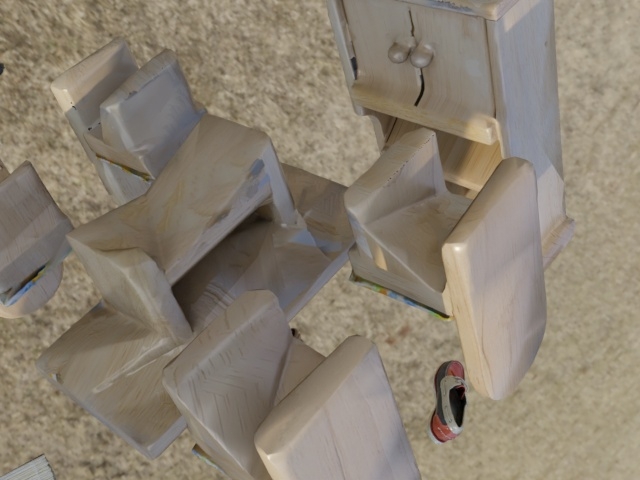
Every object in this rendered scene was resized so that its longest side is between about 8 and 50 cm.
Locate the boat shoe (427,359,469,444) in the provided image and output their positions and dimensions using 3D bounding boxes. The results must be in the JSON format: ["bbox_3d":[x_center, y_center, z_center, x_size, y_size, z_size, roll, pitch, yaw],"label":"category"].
[{"bbox_3d":[0.170,0.201,1.085,0.043,0.049,0.137,-45,-168,36],"label":"boat shoe"}]

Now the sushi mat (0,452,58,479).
[{"bbox_3d":[-0.604,0.496,1.460,0.316,0.019,0.151,-26,128,-24],"label":"sushi mat"}]

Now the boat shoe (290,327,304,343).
[{"bbox_3d":[-0.077,0.186,1.248,0.207,0.073,0.073,-31,115,-70],"label":"boat shoe"}]

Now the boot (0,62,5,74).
[{"bbox_3d":[-0.548,-0.223,1.322,0.121,0.045,0.099,-20,115,-34],"label":"boot"}]

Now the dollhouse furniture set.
[{"bbox_3d":[0.000,0.000,0.603,0.394,0.362,0.256,-45,138,-26],"label":"dollhouse furniture set"}]
